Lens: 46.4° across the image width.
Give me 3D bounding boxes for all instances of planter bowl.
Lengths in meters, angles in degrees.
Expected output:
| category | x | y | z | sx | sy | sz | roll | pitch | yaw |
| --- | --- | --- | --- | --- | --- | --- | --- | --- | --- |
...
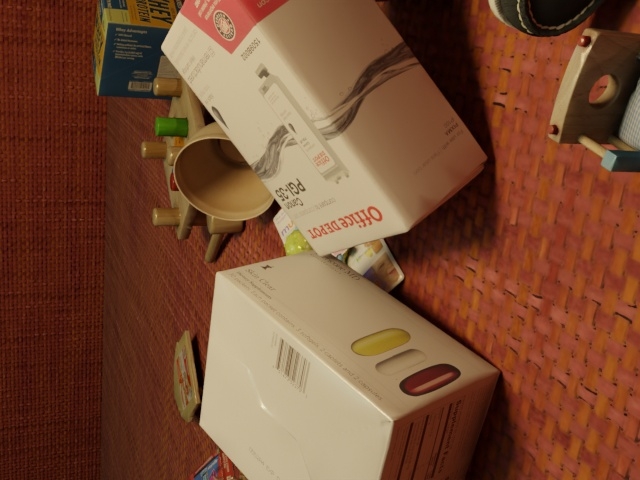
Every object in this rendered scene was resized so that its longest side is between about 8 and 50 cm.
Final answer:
| category | x | y | z | sx | sy | sz | roll | pitch | yaw |
| --- | --- | --- | --- | --- | --- | --- | --- | --- | --- |
| planter bowl | -0.138 | -0.126 | 1.181 | 0.109 | 0.162 | 0.162 | -76 | 7 | -47 |

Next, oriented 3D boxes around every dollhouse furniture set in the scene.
| category | x | y | z | sx | sy | sz | roll | pitch | yaw |
| --- | --- | --- | --- | --- | --- | --- | --- | --- | --- |
| dollhouse furniture set | 0.202 | -0.006 | 0.420 | 0.129 | 0.129 | 0.184 | -125 | 40 | -52 |

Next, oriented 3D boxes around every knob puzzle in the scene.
| category | x | y | z | sx | sy | sz | roll | pitch | yaw |
| --- | --- | --- | --- | --- | --- | --- | --- | --- | --- |
| knob puzzle | -0.302 | 0.320 | 1.707 | 0.213 | 0.030 | 0.213 | 178 | 90 | -66 |

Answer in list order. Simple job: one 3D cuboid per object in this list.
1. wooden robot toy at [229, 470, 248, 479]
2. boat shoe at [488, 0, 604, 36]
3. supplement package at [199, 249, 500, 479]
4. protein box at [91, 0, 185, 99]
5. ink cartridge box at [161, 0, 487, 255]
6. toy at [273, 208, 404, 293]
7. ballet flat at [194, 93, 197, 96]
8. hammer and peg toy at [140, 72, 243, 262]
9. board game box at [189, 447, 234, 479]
| category | x | y | z | sx | sy | sz | roll | pitch | yaw |
| --- | --- | --- | --- | --- | --- | --- | --- | --- | --- |
| wooden robot toy | -0.125 | 0.406 | 1.251 | 0.076 | 0.079 | 0.173 | 152 | 114 | -64 |
| boat shoe | 0.195 | -0.248 | 0.441 | 0.091 | 0.114 | 0.303 | -108 | 28 | -45 |
| supplement package | 0.014 | 0.161 | 0.755 | 0.262 | 0.145 | 0.204 | 34 | 124 | 40 |
| protein box | -0.388 | -0.432 | 1.643 | 0.201 | 0.199 | 0.136 | 117 | 143 | -47 |
| ink cartridge box | -0.005 | -0.134 | 0.721 | 0.283 | 0.117 | 0.207 | 53 | 157 | -8 |
| toy | 0.000 | 0.000 | 0.917 | 0.137 | 0.056 | 0.237 | -46 | 47 | 22 |
| ballet flat | -0.189 | -0.390 | 1.289 | 0.116 | 0.124 | 0.342 | 158 | 109 | -64 |
| hammer and peg toy | -0.262 | -0.125 | 1.465 | 0.266 | 0.127 | 0.361 | 119 | 142 | -49 |
| board game box | -0.223 | 0.531 | 1.544 | 0.281 | 0.027 | 0.145 | 127 | 135 | -54 |
